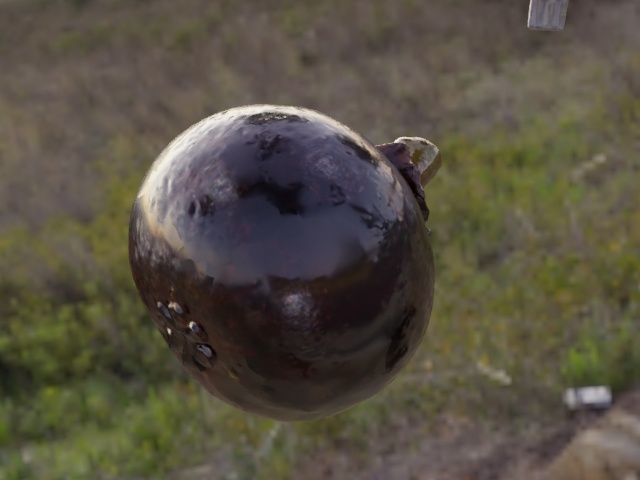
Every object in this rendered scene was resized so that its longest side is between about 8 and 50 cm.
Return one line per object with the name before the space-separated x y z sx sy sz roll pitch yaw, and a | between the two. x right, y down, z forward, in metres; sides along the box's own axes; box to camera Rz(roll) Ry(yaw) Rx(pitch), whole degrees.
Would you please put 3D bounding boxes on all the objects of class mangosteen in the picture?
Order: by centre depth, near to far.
mangosteen | 0.000 0.000 1.366 0.261 0.235 0.235 -35 35 -27

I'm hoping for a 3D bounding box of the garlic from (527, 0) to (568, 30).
garlic | 0.166 -0.248 1.483 0.131 0.194 0.127 23 41 23
